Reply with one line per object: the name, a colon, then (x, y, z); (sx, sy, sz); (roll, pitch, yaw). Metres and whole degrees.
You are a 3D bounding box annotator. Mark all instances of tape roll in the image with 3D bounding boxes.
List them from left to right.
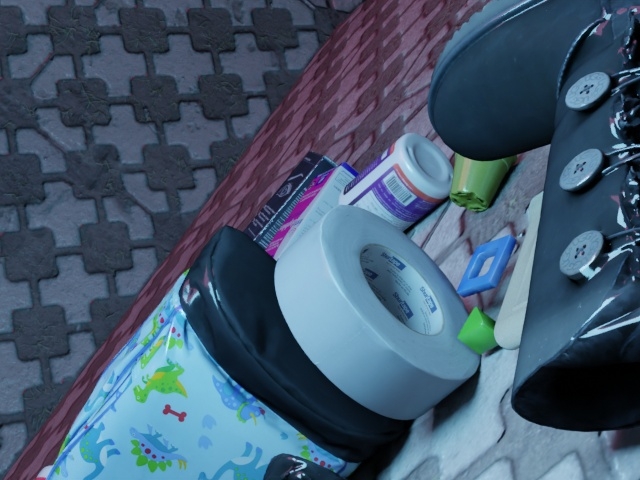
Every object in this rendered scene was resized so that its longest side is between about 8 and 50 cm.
tape roll: (0.059, 0.069, 1.092); (0.072, 0.219, 0.219); (-43, 15, 25)

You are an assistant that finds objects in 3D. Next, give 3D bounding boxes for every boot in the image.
boot: (0.211, -0.038, 0.912); (0.367, 0.146, 0.445); (-39, 33, 45)

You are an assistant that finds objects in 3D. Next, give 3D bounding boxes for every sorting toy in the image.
sorting toy: (0.254, 0.003, 1.019); (0.348, 0.047, 0.196); (-37, 23, 46)

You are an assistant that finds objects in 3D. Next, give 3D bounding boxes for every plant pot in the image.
plant pot: (0.200, -0.082, 1.383); (0.083, 0.083, 0.079); (-25, 41, 62)

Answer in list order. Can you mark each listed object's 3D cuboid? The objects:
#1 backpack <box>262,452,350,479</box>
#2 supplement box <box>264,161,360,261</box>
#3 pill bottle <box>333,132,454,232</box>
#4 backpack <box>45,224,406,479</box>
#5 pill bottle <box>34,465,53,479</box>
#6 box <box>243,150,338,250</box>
backpack: (-0.013, 0.292, 0.936); (0.182, 0.152, 0.115); (-67, 12, -15)
supplement box: (0.000, 0.000, 1.721); (0.220, 0.114, 0.111); (-58, 16, -22)
pill bottle: (0.095, -0.059, 1.576); (0.193, 0.108, 0.108); (-40, 16, 36)
backpack: (-0.130, 0.213, 1.147); (0.355, 0.290, 0.273); (-38, 13, 35)
pill bottle: (-0.419, 0.504, 1.575); (0.176, 0.176, 0.318); (-29, 25, 57)
box: (-0.031, -0.050, 1.964); (0.207, 0.108, 0.153); (-50, 13, 1)
